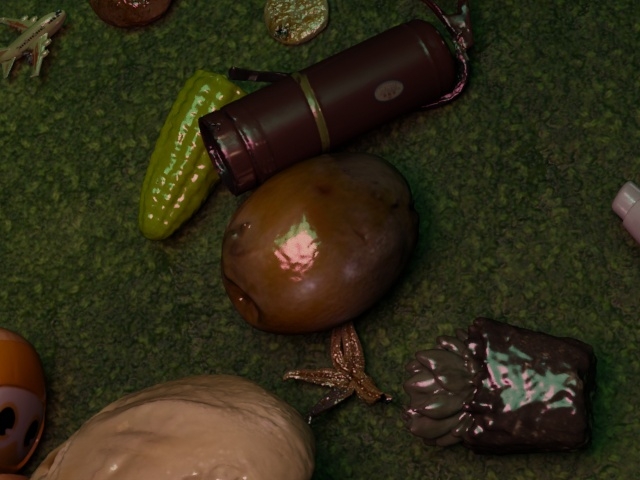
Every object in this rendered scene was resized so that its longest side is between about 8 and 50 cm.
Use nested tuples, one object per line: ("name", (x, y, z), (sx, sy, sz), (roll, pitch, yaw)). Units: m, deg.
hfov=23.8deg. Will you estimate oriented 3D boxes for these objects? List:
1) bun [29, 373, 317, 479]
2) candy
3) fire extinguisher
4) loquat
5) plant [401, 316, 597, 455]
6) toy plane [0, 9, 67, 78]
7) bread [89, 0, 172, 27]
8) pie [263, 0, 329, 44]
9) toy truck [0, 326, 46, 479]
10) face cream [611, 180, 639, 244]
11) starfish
("bun", (-0.180, 0.267, 1.459), (0.202, 0.364, 0.364), (44, 85, -10))
("candy", (-0.148, -0.093, 1.734), (0.096, 0.097, 0.209), (24, 81, 21))
("fire extinguisher", (0.030, -0.176, 1.686), (0.341, 0.105, 0.141), (-27, 96, -12))
("loquat", (0.000, 0.000, 1.616), (0.227, 0.179, 0.179), (-38, 66, -14))
("plant", (0.181, 0.150, 1.544), (0.194, 0.129, 0.132), (4, 70, 12))
("toy plane", (-0.356, -0.247, 1.868), (0.111, 0.040, 0.102), (-34, 68, 0))
("bread", (-0.229, -0.302, 1.844), (0.113, 0.060, 0.082), (-16, 66, 7))
("pie", (-0.030, -0.272, 1.805), (0.085, 0.017, 0.085), (-5, 71, 14))
("toy truck", (-0.424, 0.214, 1.635), (0.288, 0.204, 0.212), (-28, 69, 3))
("face cream", (0.393, 0.029, 1.544), (0.101, 0.101, 0.251), (-44, 66, -4))
("starfish", (0.031, 0.152, 1.623), (0.130, 0.041, 0.133), (28, 77, 35))
